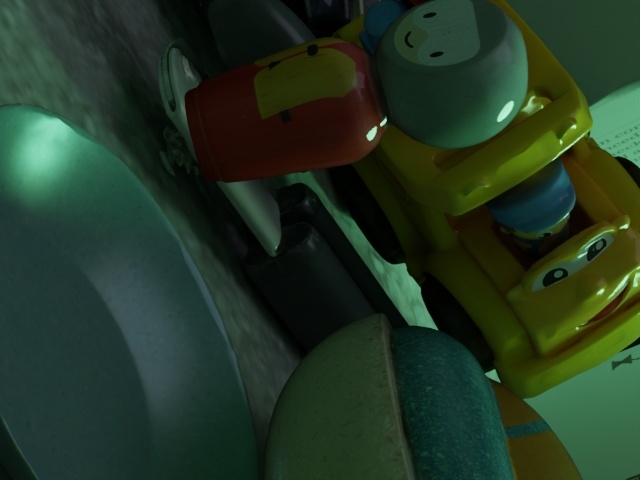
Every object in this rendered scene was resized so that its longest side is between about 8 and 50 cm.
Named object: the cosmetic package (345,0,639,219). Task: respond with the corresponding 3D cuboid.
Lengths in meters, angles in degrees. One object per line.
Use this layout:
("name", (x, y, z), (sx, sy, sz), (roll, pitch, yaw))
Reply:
("cosmetic package", (0.185, -0.185, 1.141), (0.394, 0.329, 0.327), (25, 44, -64))

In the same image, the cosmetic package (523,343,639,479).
("cosmetic package", (0.250, 0.288, 0.993), (0.385, 0.156, 0.217), (59, 18, -15))

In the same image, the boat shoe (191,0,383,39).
("boat shoe", (-0.050, -0.251, 0.886), (0.158, 0.127, 0.340), (11, 56, -78))

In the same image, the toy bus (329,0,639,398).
("toy bus", (0.092, -0.053, 0.803), (0.220, 0.149, 0.211), (55, -5, 31))

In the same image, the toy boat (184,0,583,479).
("toy boat", (0.046, 0.058, 0.617), (0.267, 0.148, 0.318), (35, 41, -83))

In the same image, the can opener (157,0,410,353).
("can opener", (0.000, 0.000, 0.779), (0.074, 0.093, 0.280), (-90, 155, -54))

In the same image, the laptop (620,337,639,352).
("laptop", (0.398, 0.038, 1.365), (0.408, 0.382, 0.236), (39, 30, -53))

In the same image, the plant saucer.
("plant saucer", (-0.087, 0.044, 0.542), (0.195, 0.037, 0.195), (53, 22, -31))
